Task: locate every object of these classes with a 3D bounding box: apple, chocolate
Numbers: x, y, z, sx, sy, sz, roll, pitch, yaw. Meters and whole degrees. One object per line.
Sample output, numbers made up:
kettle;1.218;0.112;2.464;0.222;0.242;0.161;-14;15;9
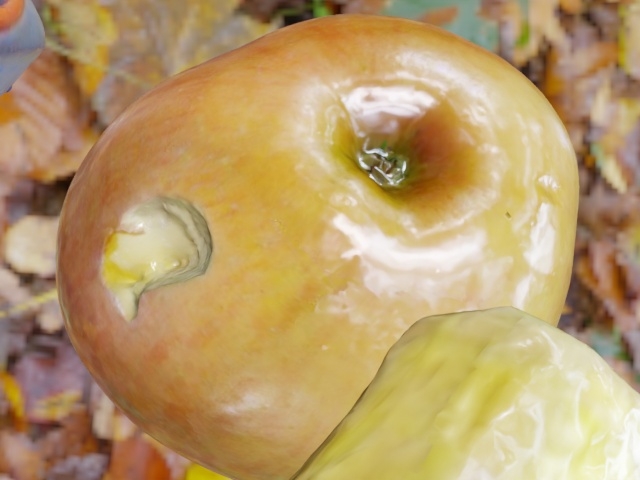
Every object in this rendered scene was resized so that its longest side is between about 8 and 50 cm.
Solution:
apple;0.000;0.000;0.856;0.242;0.241;0.242;10;63;-20
chocolate;-0.046;0.201;0.370;0.445;0.162;0.162;-52;135;-31

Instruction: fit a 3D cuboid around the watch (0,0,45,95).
watch;-0.306;-0.115;0.767;0.305;0.274;0.241;51;12;6
